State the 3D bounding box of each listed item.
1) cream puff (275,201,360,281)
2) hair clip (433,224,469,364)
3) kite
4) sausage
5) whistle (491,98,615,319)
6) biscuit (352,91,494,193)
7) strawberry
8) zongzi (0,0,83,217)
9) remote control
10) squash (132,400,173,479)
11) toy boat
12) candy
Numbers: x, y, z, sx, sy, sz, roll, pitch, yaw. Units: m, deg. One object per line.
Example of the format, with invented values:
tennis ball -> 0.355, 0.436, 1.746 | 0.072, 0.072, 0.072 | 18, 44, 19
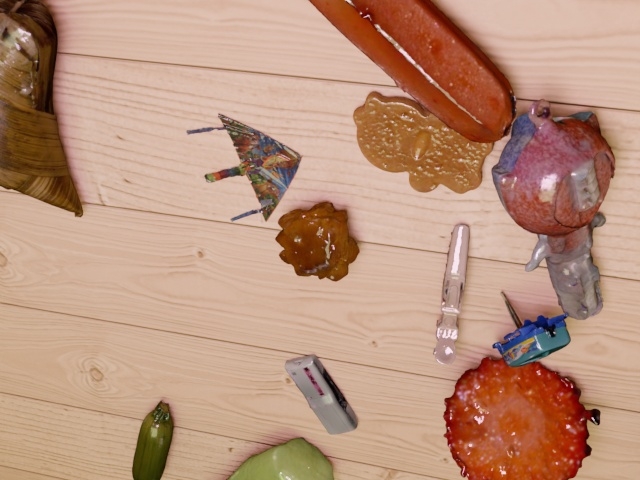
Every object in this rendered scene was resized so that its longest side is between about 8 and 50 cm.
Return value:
cream puff -> 0.000, 0.000, 1.114 | 0.122, 0.094, 0.116 | 47, 124, 10
hair clip -> 0.190, 0.083, 1.124 | 0.034, 0.072, 0.226 | 7, 125, 8
kite -> -0.098, -0.102, 1.115 | 0.160, 0.010, 0.183 | -10, 121, 23
sausage -> 0.099, -0.237, 0.906 | 0.330, 0.102, 0.102 | 40, 126, -12
whistle -> 0.303, -0.032, 0.979 | 0.134, 0.142, 0.346 | 12, 141, 40
biscuit -> 0.132, -0.124, 1.020 | 0.184, 0.027, 0.133 | 8, 126, 13
strawberry -> 0.290, 0.296, 1.211 | 0.234, 0.234, 0.178 | 19, 158, 3
zongzi -> -0.395, -0.173, 1.093 | 0.288, 0.134, 0.286 | 36, 123, -27
remote control -> 0.003, 0.267, 1.339 | 0.065, 0.029, 0.166 | -18, 118, 28
squash -> -0.327, 0.410, 1.516 | 0.069, 0.069, 0.258 | 20, 129, 2
toy boat -> 0.285, 0.122, 1.118 | 0.091, 0.110, 0.175 | -15, 163, -13
candy -> -0.118, 0.500, 1.491 | 0.343, 0.132, 0.142 | -47, 60, 34
